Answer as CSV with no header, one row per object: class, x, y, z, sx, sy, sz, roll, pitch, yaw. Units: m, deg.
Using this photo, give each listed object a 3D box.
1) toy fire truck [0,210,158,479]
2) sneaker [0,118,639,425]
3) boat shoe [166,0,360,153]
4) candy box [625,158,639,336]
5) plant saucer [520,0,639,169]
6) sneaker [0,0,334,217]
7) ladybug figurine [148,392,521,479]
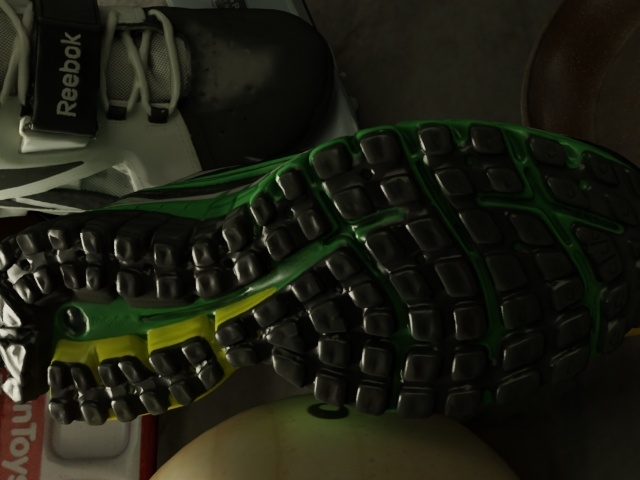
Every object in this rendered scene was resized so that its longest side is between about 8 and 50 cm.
toy fire truck,-0.225,0.069,0.768,0.253,0.169,0.302,-1,65,1
sneaker,0.000,0.000,0.575,0.343,0.146,0.134,-4,108,23
boat shoe,-0.034,-0.087,0.753,0.113,0.105,0.306,-26,68,11
candy box,0.106,0.015,0.657,0.205,0.027,0.105,-11,48,30
plant saucer,0.258,-0.101,0.595,0.310,0.050,0.311,-21,39,18
sneaker,-0.158,-0.081,0.644,0.330,0.146,0.123,-11,70,3
ladybug figurine,-0.028,0.263,0.505,0.305,0.162,0.449,-25,46,36
